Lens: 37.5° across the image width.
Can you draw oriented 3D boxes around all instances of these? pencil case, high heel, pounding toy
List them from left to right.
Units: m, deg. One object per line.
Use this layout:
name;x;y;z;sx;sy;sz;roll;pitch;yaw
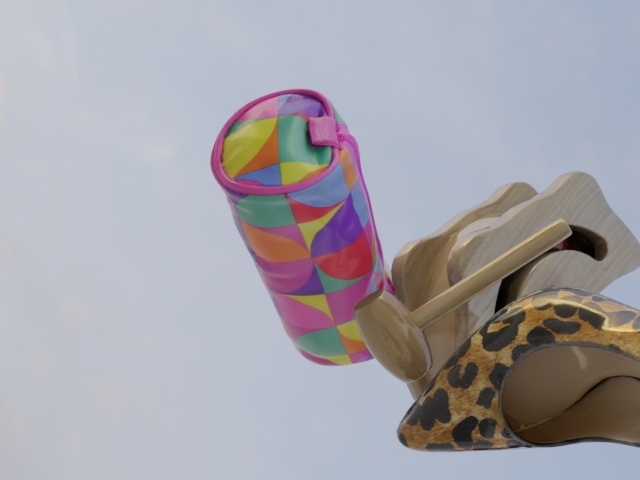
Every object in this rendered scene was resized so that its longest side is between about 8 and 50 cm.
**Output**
pencil case;0.000;0.000;0.688;0.104;0.104;0.236;27;-23;32
pounding toy;0.153;0.054;0.681;0.155;0.269;0.154;-8;-71;56
high heel;0.163;0.105;0.521;0.261;0.186;0.093;-26;-62;14
